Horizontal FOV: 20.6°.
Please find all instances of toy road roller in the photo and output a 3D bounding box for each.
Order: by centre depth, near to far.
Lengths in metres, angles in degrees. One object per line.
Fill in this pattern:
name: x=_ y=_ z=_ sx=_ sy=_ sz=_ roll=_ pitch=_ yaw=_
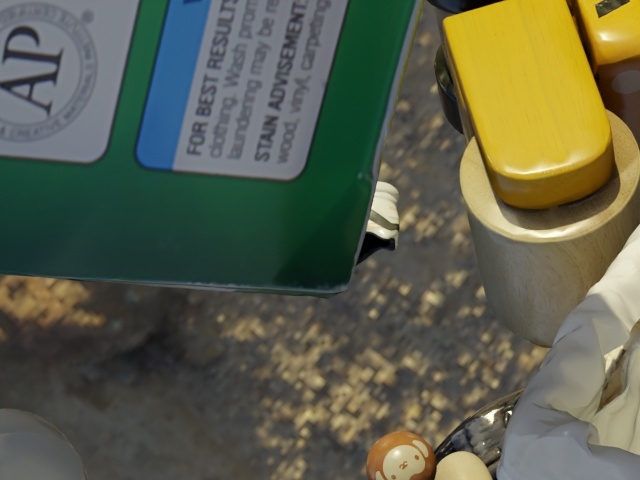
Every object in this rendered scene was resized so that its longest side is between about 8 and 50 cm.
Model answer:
toy road roller: x=0.203 y=-0.110 z=1.212 sx=0.240 sy=0.329 sz=0.202 roll=-13 pitch=144 yaw=5

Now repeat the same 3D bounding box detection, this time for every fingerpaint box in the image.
fingerpaint box: x=-0.091 y=-0.263 z=0.454 sx=0.371 sy=0.163 sz=0.445 roll=40 pitch=121 yaw=53

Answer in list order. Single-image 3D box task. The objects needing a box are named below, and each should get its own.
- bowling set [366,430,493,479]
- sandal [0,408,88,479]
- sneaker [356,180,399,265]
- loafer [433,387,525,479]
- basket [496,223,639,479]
bowling set: x=0.083 y=0.257 z=1.347 sx=0.287 sy=0.154 sz=0.200 roll=-29 pitch=137 yaw=4
sandal: x=-0.224 y=0.217 z=0.813 sx=0.102 sy=0.169 sz=0.416 roll=47 pitch=131 yaw=30
sneaker: x=0.000 y=0.000 z=1.098 sx=0.109 sy=0.044 sz=0.040 roll=-22 pitch=148 yaw=19
loafer: x=0.212 y=0.160 z=1.550 sx=0.109 sy=0.302 sz=0.095 roll=58 pitch=168 yaw=21
basket: x=0.264 y=0.174 z=0.923 sx=0.331 sy=0.328 sz=0.266 roll=25 pitch=124 yaw=15
